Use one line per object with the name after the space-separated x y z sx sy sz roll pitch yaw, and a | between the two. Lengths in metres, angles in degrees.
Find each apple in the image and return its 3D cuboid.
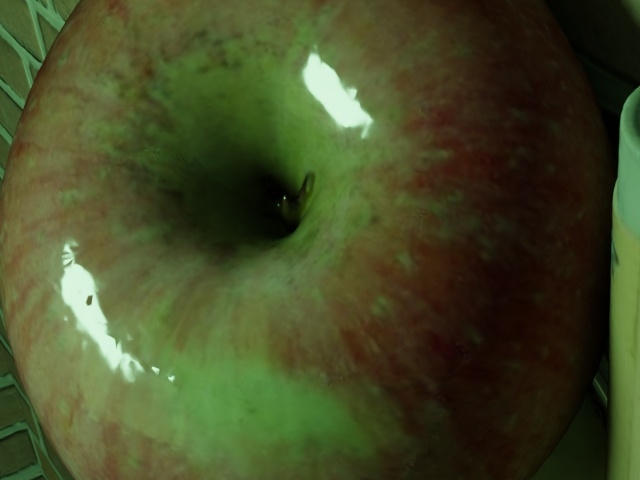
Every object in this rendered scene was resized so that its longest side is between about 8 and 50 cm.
0.000 0.000 0.894 0.344 0.345 0.269 62 -172 17 | apple

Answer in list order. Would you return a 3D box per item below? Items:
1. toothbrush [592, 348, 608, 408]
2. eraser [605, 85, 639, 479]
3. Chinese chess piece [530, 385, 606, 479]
0.187 0.132 0.950 0.022 0.017 0.204 -41 72 50 | toothbrush
0.190 0.079 0.776 0.171 0.087 0.290 45 152 43 | eraser
0.087 0.130 1.091 0.250 0.103 0.249 51 154 37 | Chinese chess piece
